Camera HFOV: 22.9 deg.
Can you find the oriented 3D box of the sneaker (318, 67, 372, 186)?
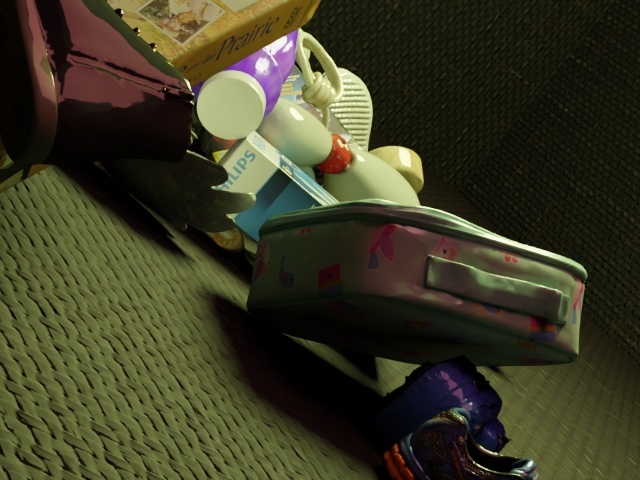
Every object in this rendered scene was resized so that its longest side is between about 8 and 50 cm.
[{"bbox_3d":[-0.012,-0.155,2.237,0.161,0.102,0.282,38,-29,29],"label":"sneaker"}]

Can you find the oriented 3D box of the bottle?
[{"bbox_3d":[-0.082,-0.191,1.656,0.092,0.118,0.283,43,22,-17],"label":"bottle"}]

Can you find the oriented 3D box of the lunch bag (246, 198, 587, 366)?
[{"bbox_3d":[0.096,0.042,1.422,0.279,0.108,0.224,16,-17,-33],"label":"lunch bag"}]

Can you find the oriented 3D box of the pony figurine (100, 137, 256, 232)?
[{"bbox_3d":[-0.212,-0.195,1.420,0.351,0.303,0.363,34,20,27],"label":"pony figurine"}]

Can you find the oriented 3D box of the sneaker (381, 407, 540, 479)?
[{"bbox_3d":[0.155,0.220,1.258,0.221,0.087,0.083,39,9,3],"label":"sneaker"}]

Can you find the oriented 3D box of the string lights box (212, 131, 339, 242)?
[{"bbox_3d":[0.000,0.000,1.618,0.260,0.077,0.133,40,7,-8],"label":"string lights box"}]

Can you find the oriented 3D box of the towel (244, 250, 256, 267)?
[{"bbox_3d":[0.000,0.059,1.686,0.102,0.021,0.237,39,8,21],"label":"towel"}]

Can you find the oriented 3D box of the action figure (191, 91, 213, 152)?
[{"bbox_3d":[-0.239,-0.209,1.819,0.285,0.099,0.185,24,17,-5],"label":"action figure"}]

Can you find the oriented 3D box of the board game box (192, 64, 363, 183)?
[{"bbox_3d":[-0.075,-0.155,1.951,0.194,0.060,0.194,-9,58,-26],"label":"board game box"}]

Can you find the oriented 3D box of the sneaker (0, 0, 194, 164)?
[{"bbox_3d":[-0.162,-0.141,1.057,0.118,0.083,0.222,4,59,-32],"label":"sneaker"}]

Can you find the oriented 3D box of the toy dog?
[{"bbox_3d":[0.002,-0.056,1.828,0.333,0.161,0.220,46,30,-29],"label":"toy dog"}]

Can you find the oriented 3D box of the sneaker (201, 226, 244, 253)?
[{"bbox_3d":[-0.109,-0.015,1.588,0.083,0.032,0.037,46,-4,18],"label":"sneaker"}]

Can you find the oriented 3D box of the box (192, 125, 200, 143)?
[{"bbox_3d":[-0.219,-0.211,2.045,0.220,0.051,0.175,33,10,-36],"label":"box"}]

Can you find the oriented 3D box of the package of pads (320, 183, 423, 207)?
[{"bbox_3d":[0.145,0.031,2.156,0.229,0.101,0.296,30,13,-45],"label":"package of pads"}]

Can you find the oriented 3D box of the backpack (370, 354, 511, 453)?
[{"bbox_3d":[0.108,0.155,1.368,0.101,0.098,0.120,46,9,18],"label":"backpack"}]

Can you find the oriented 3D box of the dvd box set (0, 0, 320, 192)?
[{"bbox_3d":[-0.229,-0.204,1.174,0.307,0.062,0.420,41,43,12],"label":"dvd box set"}]

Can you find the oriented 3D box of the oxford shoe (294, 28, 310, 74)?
[{"bbox_3d":[-0.150,-0.275,2.027,0.449,0.169,0.130,29,38,-51],"label":"oxford shoe"}]
